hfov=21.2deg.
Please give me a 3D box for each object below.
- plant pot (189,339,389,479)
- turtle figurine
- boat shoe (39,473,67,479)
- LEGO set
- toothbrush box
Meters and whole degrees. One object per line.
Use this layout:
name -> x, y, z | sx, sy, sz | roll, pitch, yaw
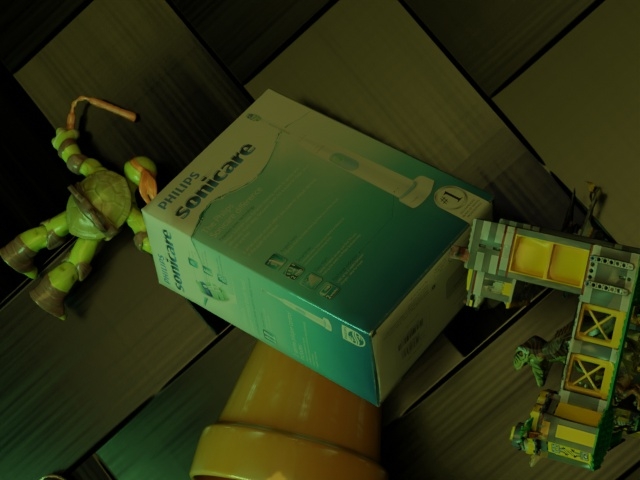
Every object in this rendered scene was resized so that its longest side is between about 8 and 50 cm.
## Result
plant pot -> -0.015, 0.185, 1.803 | 0.205, 0.205, 0.188 | 11, 74, 15
turtle figurine -> -0.245, -0.016, 1.915 | 0.217, 0.087, 0.269 | -45, 78, 9
boat shoe -> -0.301, 0.368, 1.924 | 0.075, 0.065, 0.206 | -4, 86, 15
LEGO set -> 0.228, 0.087, 1.679 | 0.192, 0.331, 0.255 | 13, 104, 23
toothbrush box -> 0.000, 0.000, 1.752 | 0.295, 0.126, 0.216 | 27, 57, 25
